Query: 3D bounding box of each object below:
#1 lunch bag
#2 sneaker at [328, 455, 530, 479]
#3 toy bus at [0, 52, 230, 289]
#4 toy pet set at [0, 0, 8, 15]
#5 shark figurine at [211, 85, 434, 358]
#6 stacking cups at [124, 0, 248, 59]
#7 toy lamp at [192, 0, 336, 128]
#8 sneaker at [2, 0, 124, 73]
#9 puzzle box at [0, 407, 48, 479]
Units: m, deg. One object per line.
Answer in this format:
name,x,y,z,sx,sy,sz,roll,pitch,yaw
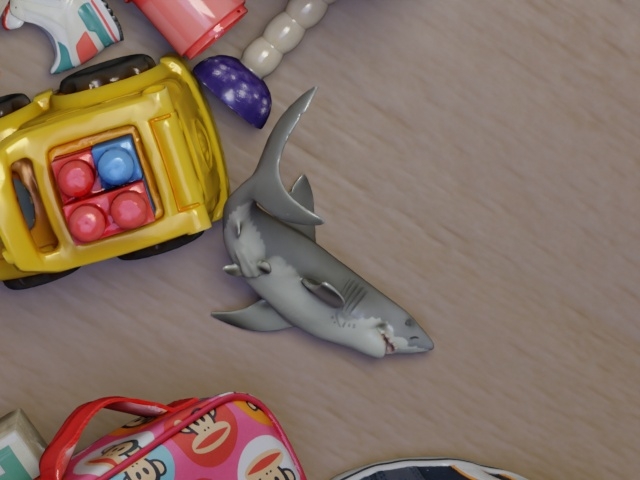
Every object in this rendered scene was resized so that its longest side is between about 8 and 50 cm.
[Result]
lunch bag,-0.131,0.243,1.466,0.293,0.120,0.258,-28,100,-40
sneaker,0.146,0.248,1.549,0.321,0.127,0.126,5,102,-1
toy bus,-0.184,-0.036,1.441,0.220,0.211,0.149,-16,102,3
toy pet set,-0.274,-0.160,1.441,0.065,0.122,0.114,17,116,-34
shark figurine,-0.023,-0.013,1.492,0.166,0.278,0.116,4,60,26
stacking cups,-0.174,-0.272,1.445,0.096,0.096,0.316,-40,96,6
toy lamp,0.019,-0.208,1.481,0.080,0.080,0.274,40,96,-8
sneaker,-0.221,-0.198,1.485,0.075,0.057,0.161,-36,103,-1
puzzle box,-0.333,0.345,1.565,0.409,0.052,0.272,-30,107,6
